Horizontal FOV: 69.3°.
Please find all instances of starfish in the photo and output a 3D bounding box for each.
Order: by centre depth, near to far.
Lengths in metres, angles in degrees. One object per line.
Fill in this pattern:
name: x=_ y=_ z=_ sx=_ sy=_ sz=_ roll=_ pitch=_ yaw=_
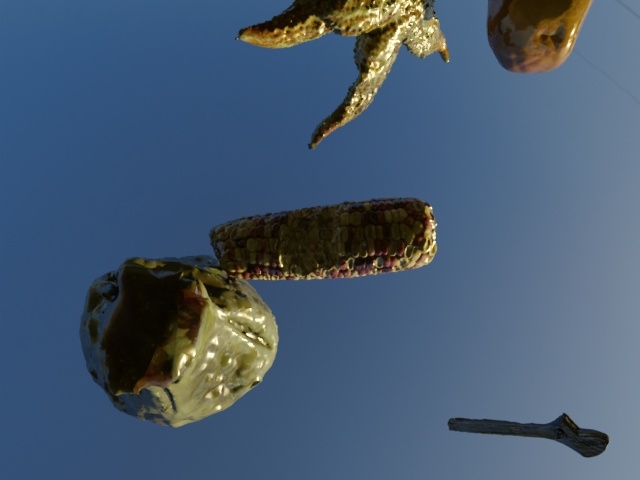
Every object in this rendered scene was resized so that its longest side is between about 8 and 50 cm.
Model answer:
starfish: x=0.066 y=-0.278 z=0.491 sx=0.347 sy=0.358 sz=0.078 roll=-37 pitch=-124 yaw=-12

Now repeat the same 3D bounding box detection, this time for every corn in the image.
corn: x=0.000 y=0.000 z=0.585 sx=0.290 sy=0.098 sz=0.098 roll=-4 pitch=-111 yaw=3

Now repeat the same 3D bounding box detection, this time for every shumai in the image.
shumai: x=-0.155 y=0.135 z=0.563 sx=0.261 sy=0.222 sz=0.225 roll=25 pitch=-94 yaw=-32

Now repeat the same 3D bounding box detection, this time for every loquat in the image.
loquat: x=0.244 y=-0.255 z=0.520 sx=0.113 sy=0.137 sz=0.137 roll=-3 pitch=-112 yaw=13

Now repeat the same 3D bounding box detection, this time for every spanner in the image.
spanner: x=0.411 y=0.392 z=0.955 sx=0.026 sy=0.325 sz=0.093 roll=-36 pitch=-75 yaw=-46
